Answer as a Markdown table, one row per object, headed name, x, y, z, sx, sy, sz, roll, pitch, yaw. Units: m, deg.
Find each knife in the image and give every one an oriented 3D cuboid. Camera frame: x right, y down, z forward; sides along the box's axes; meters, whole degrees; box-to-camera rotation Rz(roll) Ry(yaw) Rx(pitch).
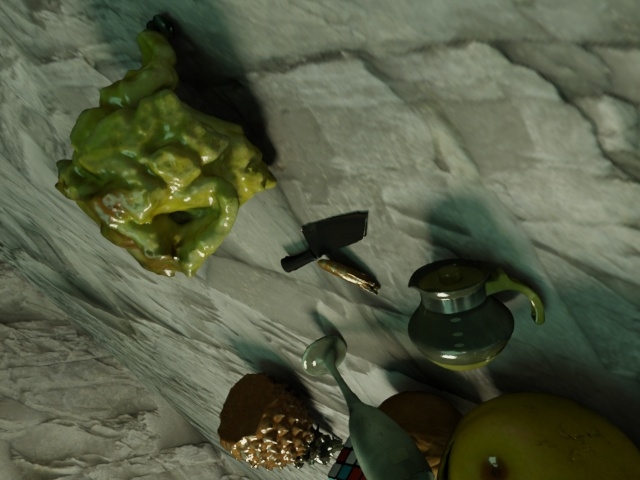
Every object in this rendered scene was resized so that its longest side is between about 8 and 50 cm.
| name | x | y | z | sx | sy | sz | roll | pitch | yaw |
| --- | --- | --- | --- | --- | --- | --- | --- | --- | --- |
| knife | 0.000 | 0.000 | 0.704 | 0.230 | 0.028 | 0.060 | -26 | 97 | 50 |

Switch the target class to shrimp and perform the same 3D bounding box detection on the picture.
| name | x | y | z | sx | sy | sz | roll | pitch | yaw |
| --- | --- | --- | --- | --- | --- | --- | --- | --- | --- |
| shrimp | 0.044 | 0.056 | 0.716 | 0.108 | 0.023 | 0.059 | 27 | 169 | -7 |

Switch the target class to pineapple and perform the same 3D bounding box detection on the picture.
| name | x | y | z | sx | sy | sz | roll | pitch | yaw |
| --- | --- | --- | --- | --- | --- | --- | --- | --- | --- |
| pineapple | -0.085 | 0.508 | 1.177 | 0.223 | 0.223 | 0.357 | -9 | 139 | 46 |

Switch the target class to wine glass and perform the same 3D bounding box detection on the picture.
| name | x | y | z | sx | sy | sz | roll | pitch | yaw |
| --- | --- | --- | --- | --- | --- | --- | --- | --- | --- |
| wine glass | 0.046 | 0.226 | 0.709 | 0.309 | 0.096 | 0.264 | 47 | 160 | 54 |

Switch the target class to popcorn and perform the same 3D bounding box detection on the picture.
| name | x | y | z | sx | sy | sz | roll | pitch | yaw |
| --- | --- | --- | --- | --- | --- | --- | --- | --- | --- |
| popcorn | -0.206 | -0.094 | 0.605 | 0.293 | 0.237 | 0.293 | 27 | 145 | 21 |

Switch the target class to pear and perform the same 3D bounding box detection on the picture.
| name | x | y | z | sx | sy | sz | roll | pitch | yaw |
| --- | --- | --- | --- | --- | --- | --- | --- | --- | --- |
| pear | 0.312 | 0.358 | 0.589 | 0.336 | 0.285 | 0.285 | 38 | 144 | -7 |

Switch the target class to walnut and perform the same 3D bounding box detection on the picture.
| name | x | y | z | sx | sy | sz | roll | pitch | yaw |
| --- | --- | --- | --- | --- | --- | --- | --- | --- | --- |
| walnut | 0.179 | 0.356 | 0.799 | 0.167 | 0.167 | 0.207 | 50 | 144 | -14 |

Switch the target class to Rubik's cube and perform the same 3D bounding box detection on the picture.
| name | x | y | z | sx | sy | sz | roll | pitch | yaw |
| --- | --- | --- | --- | --- | --- | --- | --- | --- | --- |
| Rubik's cube | 0.139 | 0.528 | 1.017 | 0.154 | 0.155 | 0.151 | 51 | 143 | -13 |

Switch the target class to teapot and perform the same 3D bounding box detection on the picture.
| name | x | y | z | sx | sy | sz | roll | pitch | yaw |
| --- | --- | --- | --- | --- | --- | --- | --- | --- | --- |
| teapot | 0.188 | 0.086 | 0.557 | 0.165 | 0.130 | 0.119 | -12 | 108 | 10 |
